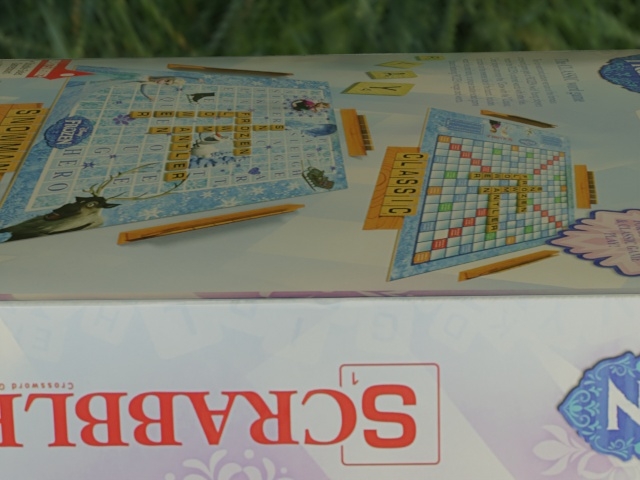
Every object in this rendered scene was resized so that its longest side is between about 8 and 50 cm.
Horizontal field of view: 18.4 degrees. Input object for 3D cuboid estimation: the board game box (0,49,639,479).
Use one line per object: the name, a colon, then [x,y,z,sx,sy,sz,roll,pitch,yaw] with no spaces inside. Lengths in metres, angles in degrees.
board game box: [0.000,0.000,0.618,0.318,0.318,0.066,-1,106,3]
